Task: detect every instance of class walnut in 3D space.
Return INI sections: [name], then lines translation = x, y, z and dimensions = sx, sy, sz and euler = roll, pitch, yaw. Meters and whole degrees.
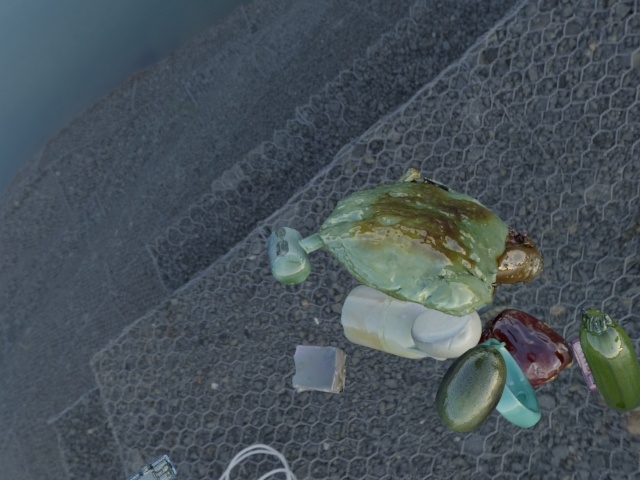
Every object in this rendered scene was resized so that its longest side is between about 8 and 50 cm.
[walnut]
translation = 0.661, 0.331, 1.586
dimensions = 0.243, 0.222, 0.269
euler = -32, 58, -20

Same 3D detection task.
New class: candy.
[candy]
translation = -0.002, 0.494, 1.877
dimensions = 0.195, 0.137, 0.185
euler = 1, 73, 20

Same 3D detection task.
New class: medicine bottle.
[medicine bottle]
translation = 0.297, 0.297, 1.778
dimensions = 0.405, 0.235, 0.236
euler = 6, 80, 44

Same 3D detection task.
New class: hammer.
[hammer]
translation = 0.000, 0.000, 1.483
dimensions = 0.335, 0.119, 0.207
euler = -25, 34, 4

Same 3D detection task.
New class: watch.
[watch]
translation = 0.433, 0.329, 1.168
dimensions = 0.068, 0.237, 0.195
euler = -40, 90, 23

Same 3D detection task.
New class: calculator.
[calculator]
translation = 0.799, 0.338, 1.403
dimensions = 0.126, 0.034, 0.191
euler = -23, 105, 17

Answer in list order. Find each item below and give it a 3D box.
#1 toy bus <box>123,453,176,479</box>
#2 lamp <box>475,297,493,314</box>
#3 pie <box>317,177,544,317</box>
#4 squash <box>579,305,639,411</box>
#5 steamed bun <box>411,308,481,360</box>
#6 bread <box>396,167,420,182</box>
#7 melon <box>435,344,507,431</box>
[toy bus]
translation = -0.346, 0.460, 0.912
dimensions = 0.051, 0.153, 0.061
euler = 58, 150, 4
[lamp]
translation = 0.525, 0.196, 1.656
dimensions = 0.105, 0.105, 0.105
euler = -6, 75, 24
[pie]
translation = 0.139, -0.002, 0.668
dimensions = 0.257, 0.274, 0.106
euler = 42, 131, 32
[squash]
translation = 0.428, 0.187, 0.719
dimensions = 0.069, 0.258, 0.069
euler = -24, 38, 20
[steamed bun]
translation = 0.396, 0.288, 1.536
dimensions = 0.228, 0.131, 0.177
euler = -19, 30, 41
[bread]
translation = 0.284, -0.198, 1.605
dimensions = 0.088, 0.049, 0.034
euler = -50, 36, 35
[melon]
translation = 0.256, 0.249, 0.833
dimensions = 0.099, 0.099, 0.162
euler = 34, 109, 28
